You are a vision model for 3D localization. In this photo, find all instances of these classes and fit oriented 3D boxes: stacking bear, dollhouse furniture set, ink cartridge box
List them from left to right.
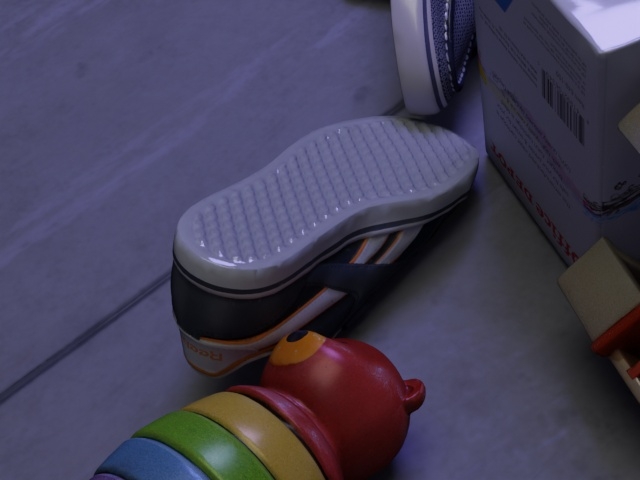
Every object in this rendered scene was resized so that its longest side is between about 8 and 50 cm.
[{"bbox_3d":[-0.056,0.166,0.964,0.289,0.164,0.175,-36,17,-30],"label":"stacking bear"},{"bbox_3d":[0.244,-0.132,1.066,0.197,0.270,0.198,-23,51,-9],"label":"ink cartridge box"},{"bbox_3d":[0.305,0.002,0.977,0.259,0.262,0.135,-45,50,19],"label":"dollhouse furniture set"}]

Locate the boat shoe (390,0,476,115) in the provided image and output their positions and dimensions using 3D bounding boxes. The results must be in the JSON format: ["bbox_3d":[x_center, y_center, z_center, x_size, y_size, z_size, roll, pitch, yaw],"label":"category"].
[{"bbox_3d":[0.152,-0.267,1.227,0.158,0.127,0.341,-1,67,14],"label":"boat shoe"}]

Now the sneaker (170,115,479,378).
[{"bbox_3d":[0.000,0.000,1.119,0.126,0.127,0.321,33,40,29],"label":"sneaker"}]
